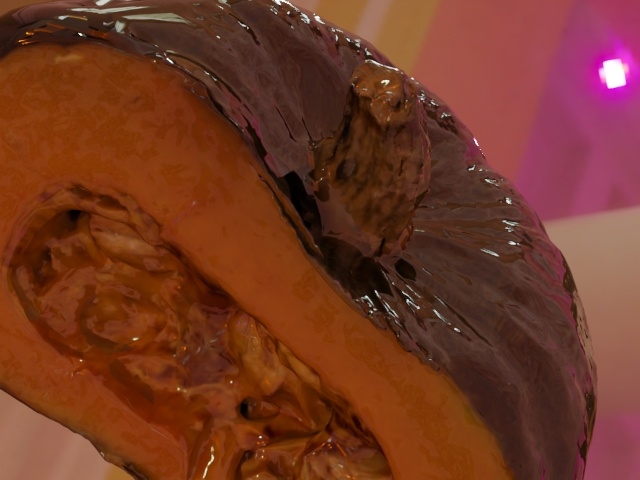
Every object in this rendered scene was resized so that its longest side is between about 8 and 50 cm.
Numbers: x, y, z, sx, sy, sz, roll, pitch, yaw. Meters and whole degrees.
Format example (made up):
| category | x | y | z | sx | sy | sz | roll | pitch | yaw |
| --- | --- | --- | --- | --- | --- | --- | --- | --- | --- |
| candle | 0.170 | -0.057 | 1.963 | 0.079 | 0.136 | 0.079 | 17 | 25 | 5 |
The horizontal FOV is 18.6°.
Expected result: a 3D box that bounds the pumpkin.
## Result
| category | x | y | z | sx | sy | sz | roll | pitch | yaw |
| --- | --- | --- | --- | --- | --- | --- | --- | --- | --- |
| pumpkin | 0.000 | 0.000 | 0.873 | 0.325 | 0.242 | 0.232 | 46 | -143 | 0 |
